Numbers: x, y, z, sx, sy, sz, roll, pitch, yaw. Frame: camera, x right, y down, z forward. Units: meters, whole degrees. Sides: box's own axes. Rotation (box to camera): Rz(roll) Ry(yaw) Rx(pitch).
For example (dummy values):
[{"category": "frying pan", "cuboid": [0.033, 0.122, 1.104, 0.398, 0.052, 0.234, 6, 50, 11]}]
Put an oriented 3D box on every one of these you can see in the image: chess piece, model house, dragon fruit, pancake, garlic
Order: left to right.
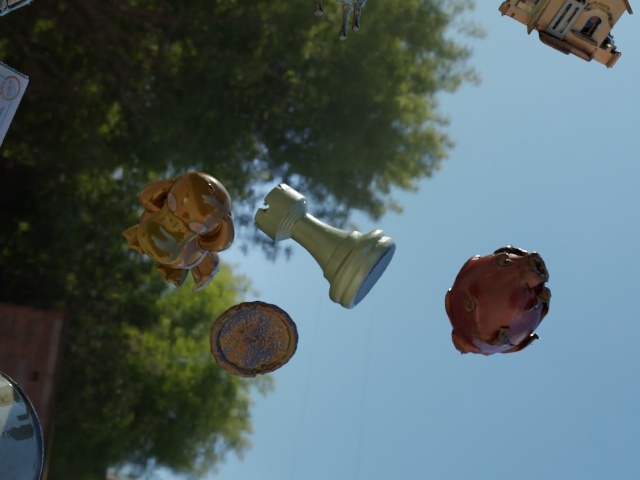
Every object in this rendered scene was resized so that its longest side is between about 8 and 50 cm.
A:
[{"category": "garlic", "cuboid": [-0.255, 0.051, 2.336, 0.113, 0.074, 0.094, -49, -116, 43]}, {"category": "pancake", "cuboid": [-0.141, 0.213, 2.294, 0.021, 0.199, 0.199, -117, -139, -61]}, {"category": "chess piece", "cuboid": [0.000, 0.000, 2.413, 0.194, 0.299, 0.194, -52, 167, -16]}, {"category": "dragon fruit", "cuboid": [0.413, 0.148, 2.524, 0.315, 0.250, 0.250, -18, -118, 57]}, {"category": "model house", "cuboid": [0.626, -0.586, 2.587, 0.244, 0.326, 0.169, -58, -166, 32]}]

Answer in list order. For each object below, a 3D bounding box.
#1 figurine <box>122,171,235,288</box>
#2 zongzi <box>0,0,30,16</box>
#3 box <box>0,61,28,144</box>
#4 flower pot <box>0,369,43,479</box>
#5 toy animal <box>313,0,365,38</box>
[{"category": "figurine", "cuboid": [-0.273, -0.031, 2.113, 0.228, 0.215, 0.215, 135, -37, -76]}, {"category": "zongzi", "cuboid": [-0.518, -0.403, 1.459, 0.288, 0.286, 0.134, -44, -144, -22]}, {"category": "box", "cuboid": [-0.567, -0.167, 1.671, 0.079, 0.135, 0.269, 19, -95, 33]}, {"category": "flower pot", "cuboid": [-0.606, 0.326, 1.568, 0.330, 0.293, 0.293, 17, 83, -78]}, {"category": "toy animal", "cuboid": [0.046, -0.519, 2.217, 0.073, 0.217, 0.176, -10, -116, 27]}]
